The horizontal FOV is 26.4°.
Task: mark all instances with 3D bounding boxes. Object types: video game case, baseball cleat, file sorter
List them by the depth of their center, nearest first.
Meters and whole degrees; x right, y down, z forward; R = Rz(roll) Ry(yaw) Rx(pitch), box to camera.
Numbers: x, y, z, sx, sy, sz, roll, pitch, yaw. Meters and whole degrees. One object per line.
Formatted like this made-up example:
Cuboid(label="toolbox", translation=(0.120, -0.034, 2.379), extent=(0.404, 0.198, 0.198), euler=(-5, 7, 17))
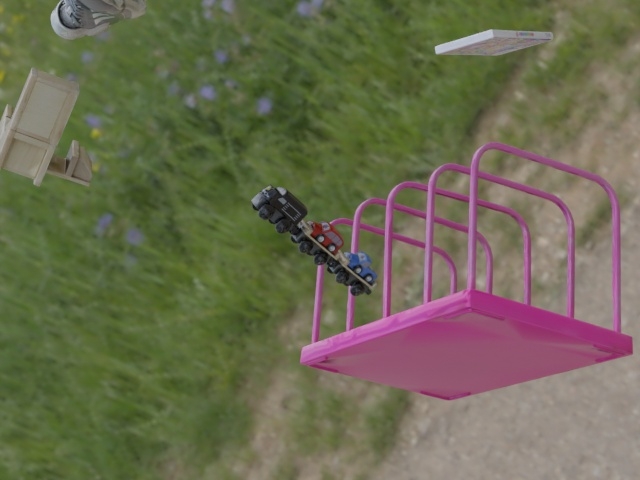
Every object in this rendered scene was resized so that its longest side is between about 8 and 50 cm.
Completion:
Cuboid(label="file sorter", translation=(0.146, 0.038, 1.405), extent=(0.291, 0.202, 0.182), euler=(-25, 55, 54))
Cuboid(label="baseball cleat", translation=(-0.258, -0.258, 1.490), extent=(0.109, 0.072, 0.206), euler=(-28, -7, 12))
Cuboid(label="video game case", translation=(0.207, -0.235, 1.621), extent=(0.087, 0.122, 0.011), euler=(-11, 88, 44))

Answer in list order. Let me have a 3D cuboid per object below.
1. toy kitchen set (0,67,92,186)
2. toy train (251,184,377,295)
Cuboid(label="toy kitchen set", translation=(-0.178, -0.083, 0.935), extent=(0.075, 0.068, 0.083), euler=(-63, 20, 21))
Cuboid(label="toy train", translation=(0.000, 0.000, 1.195), extent=(0.036, 0.158, 0.027), euler=(-46, 36, 4))
